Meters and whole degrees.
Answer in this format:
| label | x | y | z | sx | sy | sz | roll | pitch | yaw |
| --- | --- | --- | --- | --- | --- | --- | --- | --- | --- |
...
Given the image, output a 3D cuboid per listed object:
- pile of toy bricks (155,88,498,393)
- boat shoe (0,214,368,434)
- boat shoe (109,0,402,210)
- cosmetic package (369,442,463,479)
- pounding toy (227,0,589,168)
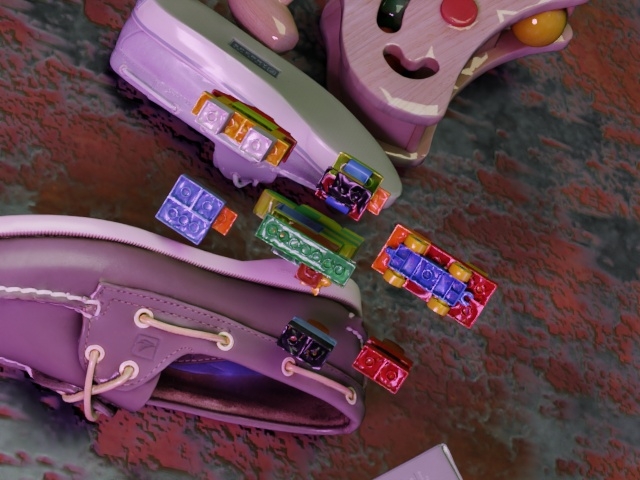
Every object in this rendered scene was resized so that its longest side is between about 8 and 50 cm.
| label | x | y | z | sx | sy | sz | roll | pitch | yaw |
| --- | --- | --- | --- | --- | --- | --- | --- | --- | --- |
| pile of toy bricks | 0.000 | 0.000 | 1.062 | 0.212 | 0.118 | 0.105 | 33 | 11 | 4 |
| boat shoe | -0.111 | 0.061 | 1.063 | 0.324 | 0.116 | 0.096 | 11 | 57 | -32 |
| boat shoe | -0.048 | -0.084 | 1.201 | 0.227 | 0.081 | 0.079 | 38 | 26 | -1 |
| cosmetic package | -0.017 | 0.224 | 1.022 | 0.238 | 0.127 | 0.107 | -18 | 75 | -37 |
| pounding toy | 0.082 | -0.162 | 1.250 | 0.270 | 0.155 | 0.154 | -19 | 69 | -19 |
